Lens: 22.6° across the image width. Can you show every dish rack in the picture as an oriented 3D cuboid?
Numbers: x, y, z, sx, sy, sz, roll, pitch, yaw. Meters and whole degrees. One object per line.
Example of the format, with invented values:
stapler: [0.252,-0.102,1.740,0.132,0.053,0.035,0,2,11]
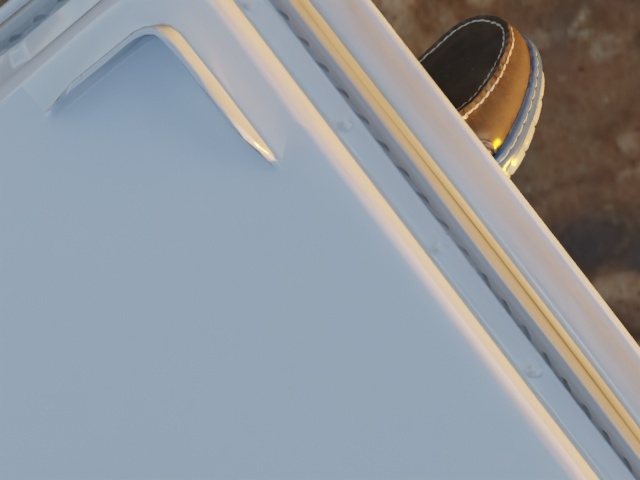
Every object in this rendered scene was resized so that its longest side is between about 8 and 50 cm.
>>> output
dish rack: [-0.042,0.091,0.479,0.285,0.072,0.333,-38,88,11]

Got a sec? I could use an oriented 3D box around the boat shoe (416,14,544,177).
boat shoe: [0.023,-0.031,0.608,0.066,0.183,0.066,8,141,43]
